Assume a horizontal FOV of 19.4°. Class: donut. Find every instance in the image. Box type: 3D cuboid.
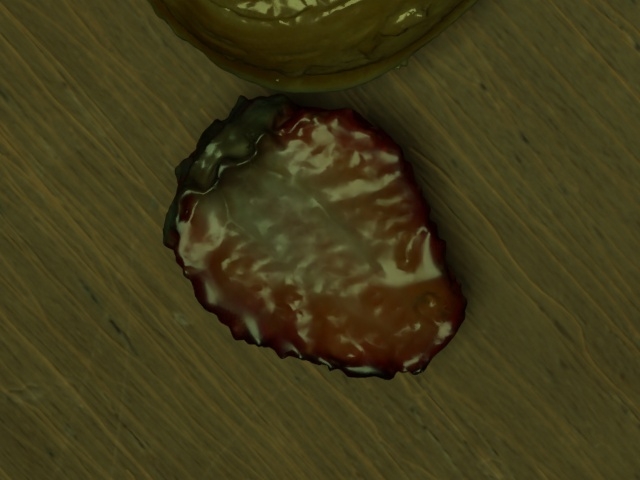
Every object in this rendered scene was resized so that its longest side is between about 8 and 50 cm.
[{"bbox_3d":[-0.007,-0.360,1.837,0.449,0.198,0.449,4,108,11],"label":"donut"}]

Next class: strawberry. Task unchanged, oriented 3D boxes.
[{"bbox_3d":[0.000,0.000,1.967,0.336,0.149,0.265,41,96,-10],"label":"strawberry"}]
